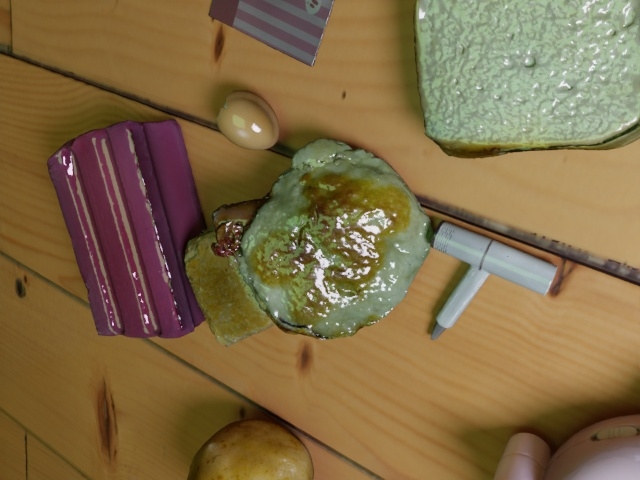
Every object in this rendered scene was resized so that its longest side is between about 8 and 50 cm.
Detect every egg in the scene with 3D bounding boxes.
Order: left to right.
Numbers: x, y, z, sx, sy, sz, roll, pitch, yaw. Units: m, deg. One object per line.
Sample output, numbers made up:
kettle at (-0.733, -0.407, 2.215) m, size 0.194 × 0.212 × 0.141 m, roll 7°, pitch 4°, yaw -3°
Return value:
egg at (-0.103, -0.174, 0.789) m, size 0.096 × 0.080 × 0.080 m, roll 27°, pitch 117°, yaw 7°

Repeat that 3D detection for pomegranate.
pomegranate at (-0.121, 0.416, 0.902) m, size 0.233 × 0.233 × 0.233 m, roll 9°, pitch 110°, yaw 28°

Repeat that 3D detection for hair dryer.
hair dryer at (0.205, 0.081, 0.715) m, size 0.155 × 0.044 × 0.183 m, roll 25°, pitch 121°, yaw 23°

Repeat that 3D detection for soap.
soap at (-0.326, -0.015, 0.940) m, size 0.233 × 0.128 × 0.359 m, roll -5°, pitch 103°, yaw 30°

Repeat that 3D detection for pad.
pad at (-0.043, -0.417, 0.720) m, size 0.202 × 0.005 × 0.299 m, roll 32°, pitch 119°, yaw 18°

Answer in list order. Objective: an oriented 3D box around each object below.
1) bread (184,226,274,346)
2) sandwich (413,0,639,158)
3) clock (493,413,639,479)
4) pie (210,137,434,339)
bread at (-0.132, 0.059, 0.865) m, size 0.138 × 0.102 × 0.196 m, roll -22°, pitch 92°, yaw 31°
sandwich at (0.232, -0.206, 0.576) m, size 0.251 × 0.087 × 0.226 m, roll 2°, pitch 104°, yaw 33°
clock at (0.406, 0.348, 0.604) m, size 0.326 × 0.184 × 0.342 m, roll -26°, pitch 96°, yaw 29°
pie at (0.007, 0.006, 0.742) m, size 0.274 × 0.105 × 0.257 m, roll -34°, pitch 88°, yaw 11°
